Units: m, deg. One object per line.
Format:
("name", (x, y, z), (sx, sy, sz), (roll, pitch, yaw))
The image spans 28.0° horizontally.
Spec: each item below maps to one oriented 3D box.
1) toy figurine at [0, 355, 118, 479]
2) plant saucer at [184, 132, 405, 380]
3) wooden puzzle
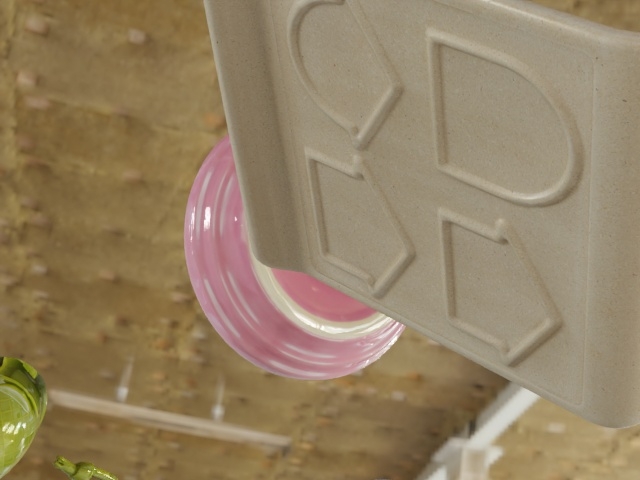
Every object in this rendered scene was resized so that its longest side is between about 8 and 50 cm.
("toy figurine", (-0.301, 0.270, 0.914), (0.191, 0.362, 0.217), (51, -9, -19))
("plant saucer", (0.000, 0.000, 1.538), (0.332, 0.332, 0.084), (23, -21, -26))
("wooden puzzle", (0.089, -0.056, 0.888), (0.348, 0.080, 0.322), (22, -40, 30))
